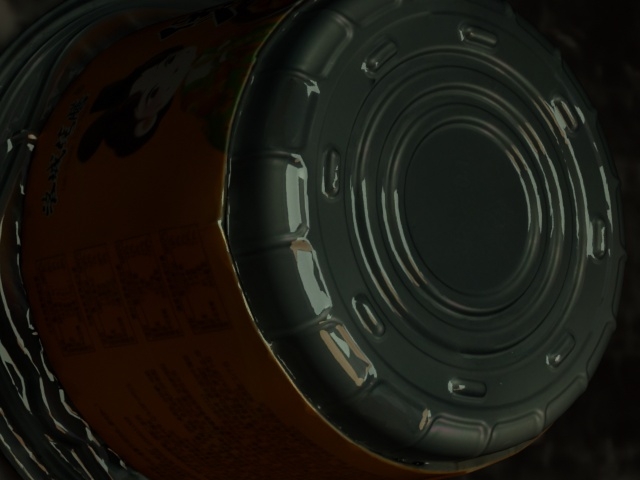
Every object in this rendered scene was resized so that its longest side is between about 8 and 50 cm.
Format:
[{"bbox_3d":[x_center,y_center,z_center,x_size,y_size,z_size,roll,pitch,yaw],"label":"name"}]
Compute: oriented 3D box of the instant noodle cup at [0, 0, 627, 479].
[{"bbox_3d":[0.000,0.000,0.430,0.178,0.125,0.208,-6,85,-38],"label":"instant noodle cup"}]
